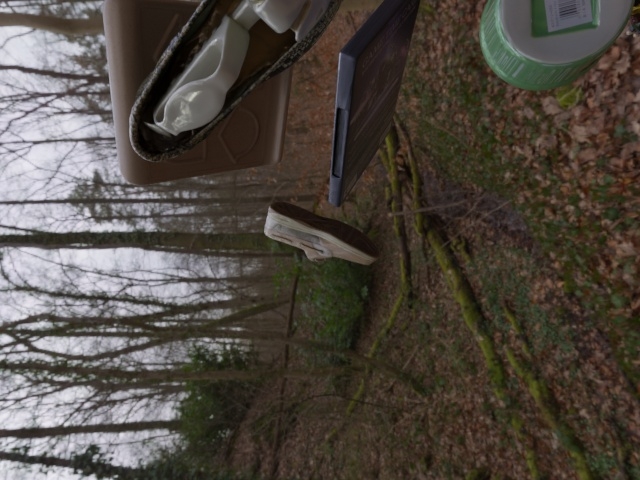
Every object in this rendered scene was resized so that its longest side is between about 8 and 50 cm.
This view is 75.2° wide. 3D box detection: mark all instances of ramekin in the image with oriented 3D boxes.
[{"bbox_3d":[0.529,-0.512,0.941,0.148,0.303,0.304,-27,-66,-75],"label":"ramekin"}]

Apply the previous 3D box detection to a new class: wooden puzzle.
[{"bbox_3d":[-0.225,-0.286,0.817,0.080,0.347,0.322,42,133,39],"label":"wooden puzzle"}]

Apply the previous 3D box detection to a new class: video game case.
[{"bbox_3d":[0.072,-0.196,0.590,0.196,0.026,0.274,-57,-15,-26],"label":"video game case"}]

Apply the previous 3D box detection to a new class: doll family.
[{"bbox_3d":[0.816,-0.639,1.128,0.193,0.111,0.076,48,115,28],"label":"doll family"}]

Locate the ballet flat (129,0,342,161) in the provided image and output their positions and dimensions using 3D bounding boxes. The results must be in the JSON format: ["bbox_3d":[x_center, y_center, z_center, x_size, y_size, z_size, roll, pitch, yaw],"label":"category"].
[{"bbox_3d":[-0.107,-0.273,0.568,0.164,0.482,0.182,37,-151,-29],"label":"ballet flat"}]

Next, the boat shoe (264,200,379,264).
[{"bbox_3d":[0.000,0.000,1.052,0.109,0.302,0.098,-55,-15,-64],"label":"boat shoe"}]
